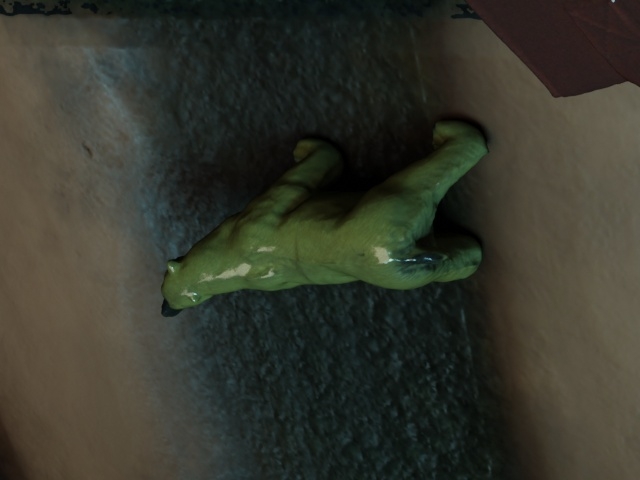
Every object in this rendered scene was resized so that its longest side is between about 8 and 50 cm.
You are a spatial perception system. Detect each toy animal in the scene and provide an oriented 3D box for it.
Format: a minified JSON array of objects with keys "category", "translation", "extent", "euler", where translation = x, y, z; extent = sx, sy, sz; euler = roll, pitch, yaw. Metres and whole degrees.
[{"category":"toy animal","translation":[0.000,0.000,1.051],"extent":[0.218,0.101,0.103],"euler":[-2,118,37]}]

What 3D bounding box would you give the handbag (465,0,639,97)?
[{"category":"handbag","translation":[0.143,-0.182,0.771],"extent":[0.260,0.084,0.275],"euler":[-8,139,43]}]
